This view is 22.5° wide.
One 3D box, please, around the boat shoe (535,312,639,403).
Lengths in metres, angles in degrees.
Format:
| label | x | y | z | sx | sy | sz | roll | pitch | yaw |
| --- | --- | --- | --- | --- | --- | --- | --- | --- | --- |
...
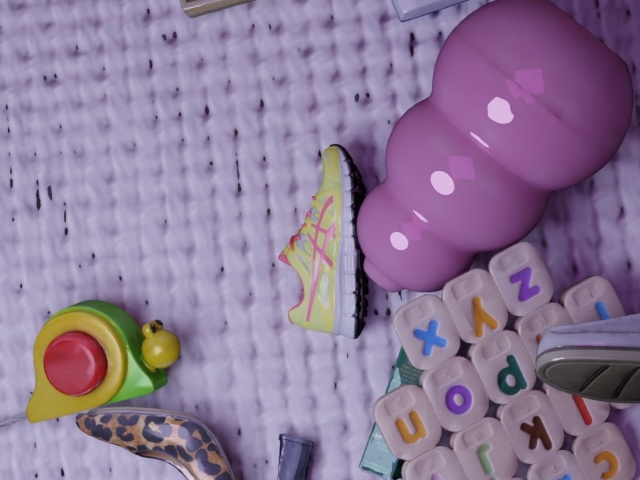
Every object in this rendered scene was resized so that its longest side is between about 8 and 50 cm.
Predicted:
| label | x | y | z | sx | sy | sz | roll | pitch | yaw |
| --- | --- | --- | --- | --- | --- | --- | --- | --- | --- |
| boat shoe | 0.358 | 0.097 | 1.609 | 0.302 | 0.113 | 0.103 | 1 | 64 | -9 |

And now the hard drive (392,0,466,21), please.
| label | x | y | z | sx | sy | sz | roll | pitch | yaw |
| --- | --- | --- | --- | --- | --- | --- | --- | --- | --- |
| hard drive | 0.126 | -0.414 | 1.728 | 0.210 | 0.040 | 0.318 | -20 | 80 | -9 |

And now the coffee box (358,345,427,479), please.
| label | x | y | z | sx | sy | sz | roll | pitch | yaw |
| --- | --- | --- | --- | --- | --- | --- | --- | --- | --- |
| coffee box | 0.097 | 0.155 | 1.663 | 0.040 | 0.113 | 0.184 | 19 | 89 | 16 |

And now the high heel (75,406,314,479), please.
| label | x | y | z | sx | sy | sz | roll | pitch | yaw |
| --- | --- | --- | --- | --- | --- | --- | --- | --- | --- |
| high heel | -0.147 | 0.278 | 1.702 | 0.261 | 0.093 | 0.186 | 11 | 80 | 3 |

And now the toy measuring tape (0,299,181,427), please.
| label | x | y | z | sx | sy | sz | roll | pitch | yaw |
| --- | --- | --- | --- | --- | --- | --- | --- | --- | --- |
| toy measuring tape | -0.305 | 0.137 | 1.749 | 0.330 | 0.121 | 0.121 | -15 | 81 | 18 |

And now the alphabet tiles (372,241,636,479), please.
| label | x | y | z | sx | sy | sz | roll | pitch | yaw |
| --- | --- | --- | --- | --- | --- | --- | --- | --- | --- |
| alphabet tiles | 0.196 | 0.157 | 1.623 | 0.284 | 0.021 | 0.278 | -29 | 99 | -13 |

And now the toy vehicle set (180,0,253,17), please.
| label | x | y | z | sx | sy | sz | roll | pitch | yaw |
| --- | --- | --- | --- | --- | --- | --- | --- | --- | --- |
| toy vehicle set | -0.042 | -0.361 | 1.784 | 0.267 | 0.035 | 0.166 | -14 | 81 | 9 |

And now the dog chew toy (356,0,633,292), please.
| label | x | y | z | sx | sy | sz | roll | pitch | yaw |
| --- | --- | --- | --- | --- | --- | --- | --- | --- | --- |
| dog chew toy | 0.163 | -0.085 | 1.639 | 0.206 | 0.206 | 0.332 | 41 | 101 | 12 |

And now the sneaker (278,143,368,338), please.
| label | x | y | z | sx | sy | sz | roll | pitch | yaw |
| --- | --- | --- | --- | --- | --- | --- | --- | --- | --- |
| sneaker | 0.000 | 0.000 | 1.714 | 0.094 | 0.081 | 0.208 | 0 | 84 | 13 |
